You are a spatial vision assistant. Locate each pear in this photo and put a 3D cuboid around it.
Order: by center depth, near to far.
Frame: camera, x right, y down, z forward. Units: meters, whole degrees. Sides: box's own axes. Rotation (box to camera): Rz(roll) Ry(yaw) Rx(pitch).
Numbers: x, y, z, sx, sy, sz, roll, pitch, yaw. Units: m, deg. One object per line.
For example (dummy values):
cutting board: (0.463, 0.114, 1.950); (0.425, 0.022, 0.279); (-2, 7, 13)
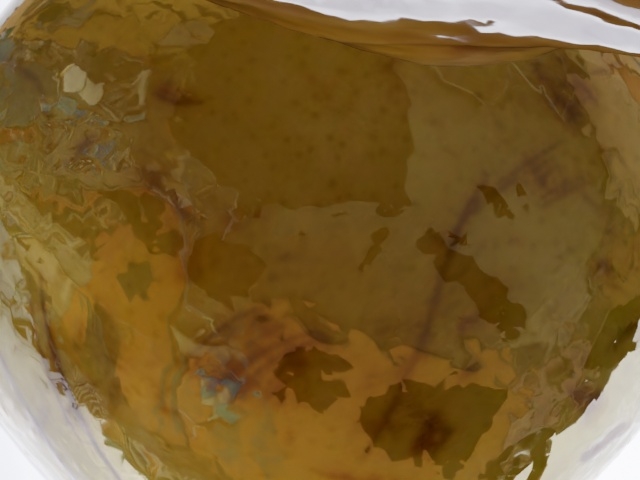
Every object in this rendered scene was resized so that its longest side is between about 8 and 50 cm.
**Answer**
pear: (0.000, 0.000, 0.669); (0.281, 0.281, 0.281); (-1, -116, 2)

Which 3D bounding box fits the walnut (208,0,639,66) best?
walnut: (-0.017, -0.150, 0.381); (0.209, 0.209, 0.336); (-38, -109, -15)
